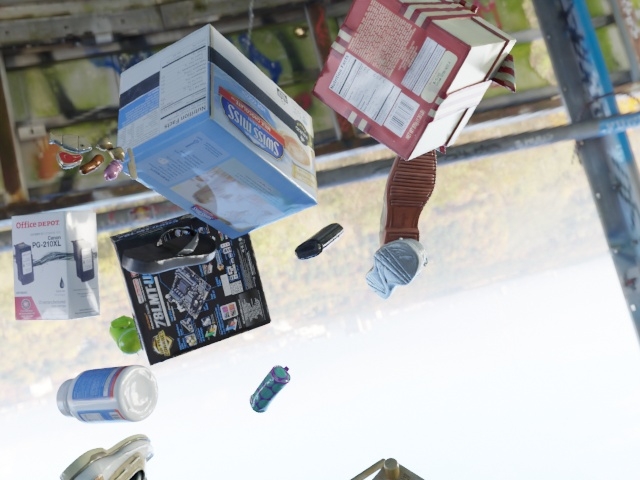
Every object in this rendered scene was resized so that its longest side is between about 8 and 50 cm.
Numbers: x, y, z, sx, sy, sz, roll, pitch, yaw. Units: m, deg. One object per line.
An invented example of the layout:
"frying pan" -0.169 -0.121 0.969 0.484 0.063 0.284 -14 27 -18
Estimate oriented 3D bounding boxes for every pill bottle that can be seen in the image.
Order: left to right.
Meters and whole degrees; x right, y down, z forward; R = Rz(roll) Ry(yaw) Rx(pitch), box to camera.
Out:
"pill bottle" -0.479 0.344 1.581 0.221 0.124 0.124 -10 175 31

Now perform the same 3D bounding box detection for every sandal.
"sandal" -0.272 0.012 1.349 0.097 0.055 0.254 16 -166 16

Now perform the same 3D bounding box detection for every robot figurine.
"robot figurine" -0.452 0.222 1.667 0.067 0.101 0.115 -25 -140 -25

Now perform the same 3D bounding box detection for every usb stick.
"usb stick" 0.000 0.000 1.786 0.077 0.045 0.278 -19 -174 16

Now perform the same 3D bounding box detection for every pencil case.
"pencil case" -0.143 0.417 1.998 0.070 0.064 0.152 -25 156 -56

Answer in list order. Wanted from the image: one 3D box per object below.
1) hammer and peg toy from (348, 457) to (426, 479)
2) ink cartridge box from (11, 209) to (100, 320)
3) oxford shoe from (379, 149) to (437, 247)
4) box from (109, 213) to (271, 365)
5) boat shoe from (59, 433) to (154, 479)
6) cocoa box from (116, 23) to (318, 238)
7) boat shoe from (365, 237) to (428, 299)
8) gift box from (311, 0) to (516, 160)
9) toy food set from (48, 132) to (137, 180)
"hammer and peg toy" 0.159 0.663 1.767 0.361 0.127 0.266 24 -130 38
"ink cartridge box" -0.590 0.055 1.585 0.171 0.237 0.100 -4 178 26
"oxford shoe" 0.233 -0.122 2.061 0.140 0.397 0.146 9 -164 -12
"box" -0.282 0.092 1.581 0.293 0.296 0.073 -18 -164 -20
"boat shoe" -0.410 0.474 1.444 0.113 0.103 0.302 -47 167 5
"cocoa box" -0.192 -0.193 1.387 0.231 0.228 0.347 -21 147 25
"boat shoe" 0.205 0.061 1.857 0.103 0.118 0.320 -40 169 -22
"gift box" 0.180 -0.289 1.256 0.258 0.276 0.255 -30 158 -55
"toy food set" -0.321 -0.120 1.016 0.122 0.078 0.019 2 149 -36
